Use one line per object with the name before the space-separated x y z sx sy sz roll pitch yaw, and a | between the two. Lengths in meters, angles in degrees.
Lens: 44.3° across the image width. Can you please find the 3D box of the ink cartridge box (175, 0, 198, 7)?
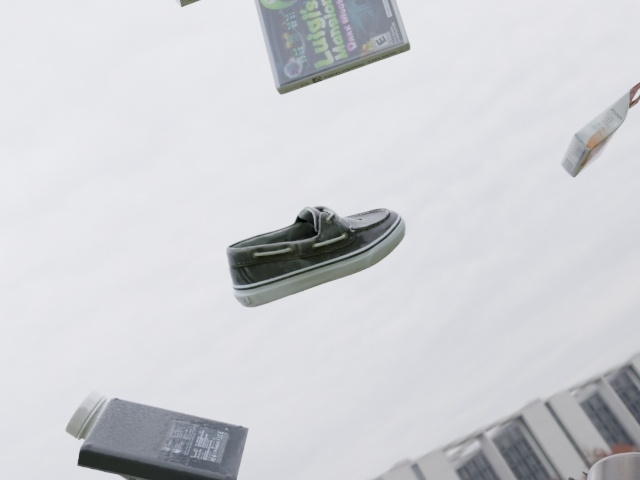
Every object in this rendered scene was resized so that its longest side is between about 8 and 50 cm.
ink cartridge box | -0.177 -0.376 1.151 0.083 0.048 0.028 -26 -39 -17

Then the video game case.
video game case | 0.006 -0.295 0.993 0.173 0.190 0.022 -17 -19 10

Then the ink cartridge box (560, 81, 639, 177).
ink cartridge box | 0.491 -0.191 1.317 0.179 0.045 0.145 -35 -15 -2

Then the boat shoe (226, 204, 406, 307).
boat shoe | 0.000 0.000 1.313 0.335 0.121 0.119 -24 -68 -26

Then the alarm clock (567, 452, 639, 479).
alarm clock | 0.398 0.298 0.917 0.192 0.064 0.129 -6 -47 32

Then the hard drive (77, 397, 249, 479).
hard drive | -0.137 0.183 0.706 0.094 0.135 0.022 -82 6 -73

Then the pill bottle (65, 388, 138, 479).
pill bottle | -0.321 0.327 1.295 0.108 0.180 0.108 -59 0 1
